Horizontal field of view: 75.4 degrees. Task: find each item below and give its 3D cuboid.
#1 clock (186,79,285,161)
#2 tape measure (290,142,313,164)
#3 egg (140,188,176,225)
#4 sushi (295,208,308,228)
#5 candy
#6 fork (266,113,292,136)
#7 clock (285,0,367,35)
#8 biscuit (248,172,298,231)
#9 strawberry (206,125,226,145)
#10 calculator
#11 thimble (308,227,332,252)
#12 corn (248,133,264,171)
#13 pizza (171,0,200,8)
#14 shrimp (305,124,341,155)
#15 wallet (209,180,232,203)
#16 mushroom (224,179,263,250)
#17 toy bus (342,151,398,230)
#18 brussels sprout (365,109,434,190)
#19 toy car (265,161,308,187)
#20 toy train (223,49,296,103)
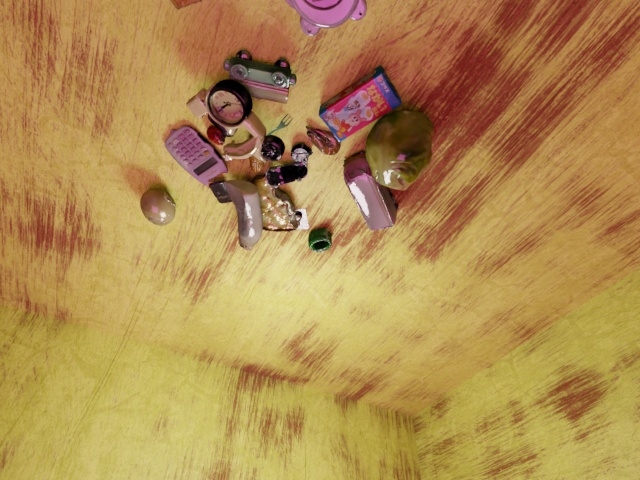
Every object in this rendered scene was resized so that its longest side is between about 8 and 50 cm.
[{"bbox_3d":[-0.340,-0.460,1.689,0.276,0.120,0.379,-14,126,30],"label":"clock"},{"bbox_3d":[-0.087,-0.395,1.874,0.094,0.054,0.091,18,130,-23],"label":"tape measure"},{"bbox_3d":[-0.797,-0.165,2.044,0.164,0.164,0.202,-5,134,7],"label":"egg"},{"bbox_3d":[-0.168,-0.096,2.169,0.200,0.031,0.139,-4,133,6],"label":"sushi"},{"bbox_3d":[0.159,-0.553,1.690,0.305,0.100,0.157,-27,125,25],"label":"candy"},{"bbox_3d":[-0.216,-0.458,1.790,0.235,0.021,0.039,-38,120,8],"label":"fork"},{"bbox_3d":[0.007,-0.882,1.382,0.295,0.114,0.322,-13,133,13],"label":"clock"},{"bbox_3d":[-0.248,-0.188,2.049,0.328,0.078,0.335,15,129,-1],"label":"biscuit"},{"bbox_3d":[-0.456,-0.463,1.813,0.096,0.083,0.083,27,137,21],"label":"strawberry"},{"bbox_3d":[-0.573,-0.396,1.905,0.194,0.043,0.294,-26,123,25],"label":"calculator"},{"bbox_3d":[0.000,0.000,2.213,0.118,0.090,0.130,33,127,-28],"label":"thimble"},{"bbox_3d":[-0.289,-0.396,1.871,0.068,0.068,0.208,5,133,-2],"label":"corn"},{"bbox_3d":[-0.443,-0.939,1.363,0.257,0.087,0.269,-11,131,18],"label":"pizza"},{"bbox_3d":[0.009,-0.450,1.833,0.190,0.042,0.101,32,106,-24],"label":"shrimp"},{"bbox_3d":[-0.486,-0.235,2.032,0.082,0.018,0.157,-10,148,2],"label":"wallet"},{"bbox_3d":[-0.357,-0.101,2.024,0.177,0.126,0.398,26,136,33],"label":"mushroom"},{"bbox_3d":[0.239,-0.223,1.950,0.171,0.163,0.386,-18,129,19],"label":"toy bus"},{"bbox_3d":[0.339,-0.371,1.720,0.343,0.268,0.345,-9,120,-17],"label":"brussels sprout"},{"bbox_3d":[-0.157,-0.312,1.927,0.204,0.056,0.096,-17,122,-17],"label":"toy car"},{"bbox_3d":[-0.239,-0.631,1.635,0.285,0.116,0.177,9,145,-7],"label":"toy train"}]
